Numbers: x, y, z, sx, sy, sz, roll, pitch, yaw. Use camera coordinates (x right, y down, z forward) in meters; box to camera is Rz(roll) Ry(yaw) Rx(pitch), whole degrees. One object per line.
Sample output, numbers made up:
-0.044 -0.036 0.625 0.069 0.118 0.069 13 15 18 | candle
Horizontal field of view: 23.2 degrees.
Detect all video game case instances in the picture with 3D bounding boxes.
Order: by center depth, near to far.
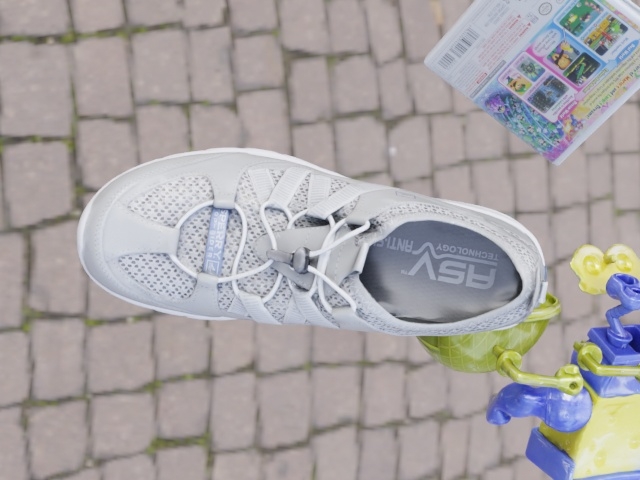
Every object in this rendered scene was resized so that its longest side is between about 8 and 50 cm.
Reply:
0.181 -0.149 1.238 0.143 0.157 0.019 37 42 -7 | video game case

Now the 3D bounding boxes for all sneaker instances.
0.000 0.000 0.900 0.281 0.115 0.105 3 91 -5 | sneaker

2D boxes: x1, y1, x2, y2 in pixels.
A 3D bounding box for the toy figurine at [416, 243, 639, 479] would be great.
0.226 0.142 1.227 0.362 0.191 0.217 -4 120 -29 | toy figurine
